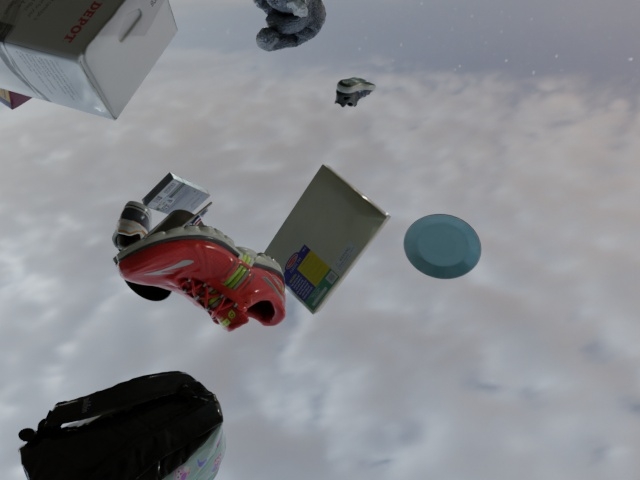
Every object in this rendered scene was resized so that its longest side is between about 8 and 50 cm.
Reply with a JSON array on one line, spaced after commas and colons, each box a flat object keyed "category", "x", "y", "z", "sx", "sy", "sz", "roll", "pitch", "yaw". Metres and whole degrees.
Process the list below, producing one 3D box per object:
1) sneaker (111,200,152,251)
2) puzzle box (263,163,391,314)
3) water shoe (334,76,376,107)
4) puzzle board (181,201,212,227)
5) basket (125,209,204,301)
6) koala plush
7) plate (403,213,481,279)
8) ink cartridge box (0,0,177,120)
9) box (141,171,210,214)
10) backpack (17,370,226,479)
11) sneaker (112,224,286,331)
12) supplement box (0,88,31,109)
[{"category": "sneaker", "x": -0.630, "y": 0.007, "z": 1.501, "sx": 0.126, "sy": 0.321, "sz": 0.128, "roll": 13, "pitch": -123, "yaw": -1}, {"category": "puzzle box", "x": 0.000, "y": 0.000, "z": 1.412, "sx": 0.272, "sy": 0.409, "sz": 0.052, "roll": 42, "pitch": -159, "yaw": 17}, {"category": "water shoe", "x": 0.105, "y": -0.475, "z": 1.415, "sx": 0.072, "sy": 0.080, "sz": 0.203, "roll": 34, "pitch": -145, "yaw": 22}, {"category": "puzzle board", "x": -0.288, "y": -0.025, "z": 0.953, "sx": 0.128, "sy": 0.011, "sz": 0.096, "roll": -40, "pitch": -171, "yaw": 38}, {"category": "basket", "x": -0.433, "y": 0.026, "z": 1.252, "sx": 0.154, "sy": 0.204, "sz": 0.227, "roll": 25, "pitch": -136, "yaw": -2}, {"category": "koala plush", "x": -0.076, "y": -0.630, "z": 1.138, "sx": 0.203, "sy": 0.197, "sz": 0.221, "roll": -6, "pitch": 177, "yaw": -6}, {"category": "plate", "x": 0.300, "y": 0.013, "z": 1.091, "sx": 0.188, "sy": 0.188, "sz": 0.024, "roll": 6, "pitch": -147, "yaw": 20}, {"category": "ink cartridge box", "x": -0.423, "y": -0.345, "z": 0.691, "sx": 0.307, "sy": 0.129, "sz": 0.223, "roll": 17, "pitch": -115, "yaw": 8}, {"category": "box", "x": -0.497, "y": -0.149, "z": 1.529, "sx": 0.145, "sy": 0.186, "sz": 0.038, "roll": -40, "pitch": -117, "yaw": 14}, {"category": "backpack", "x": -0.188, "y": 0.222, "z": 0.456, "sx": 0.181, "sy": 0.115, "sz": 0.152, "roll": -23, "pitch": -132, "yaw": -36}, {"category": "sneaker", "x": -0.138, "y": 0.064, "z": 0.600, "sx": 0.107, "sy": 0.278, "sz": 0.119, "roll": -32, "pitch": -121, "yaw": 28}, {"category": "supplement box", "x": -0.788, "y": -0.417, "z": 1.043, "sx": 0.188, "sy": 0.104, "sz": 0.081, "roll": 35, "pitch": -128, "yaw": -7}]
